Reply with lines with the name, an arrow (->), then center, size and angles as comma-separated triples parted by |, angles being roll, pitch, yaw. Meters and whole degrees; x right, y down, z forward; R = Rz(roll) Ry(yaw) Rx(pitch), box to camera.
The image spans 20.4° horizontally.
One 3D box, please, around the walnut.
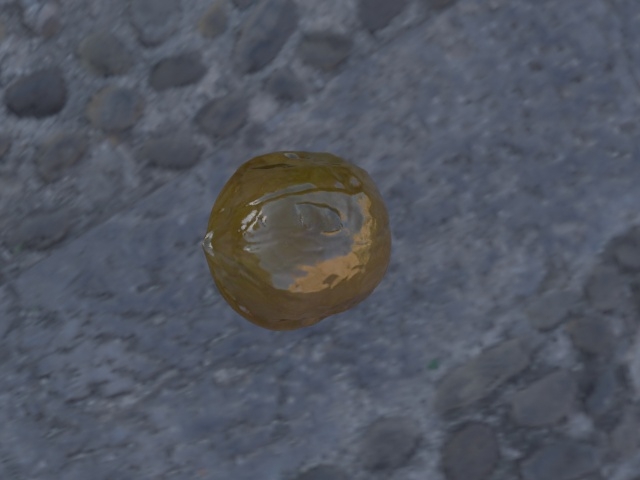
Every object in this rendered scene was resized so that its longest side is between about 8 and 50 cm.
walnut -> 0.000, 0.000, 0.892 | 0.121, 0.052, 0.091 | -11, 99, -46
